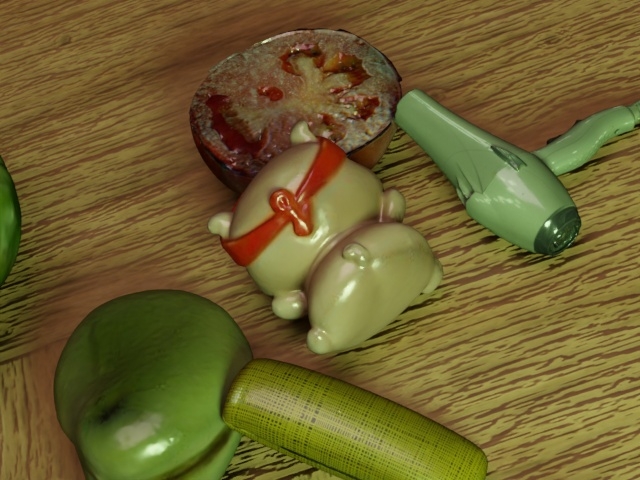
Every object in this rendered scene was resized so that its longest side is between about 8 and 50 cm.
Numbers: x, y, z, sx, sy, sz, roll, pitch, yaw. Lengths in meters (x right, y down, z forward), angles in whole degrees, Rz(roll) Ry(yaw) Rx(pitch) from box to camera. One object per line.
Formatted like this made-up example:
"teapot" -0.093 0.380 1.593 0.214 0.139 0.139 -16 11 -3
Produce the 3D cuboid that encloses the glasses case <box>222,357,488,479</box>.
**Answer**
"glasses case" 0.031 0.167 1.630 0.234 0.064 0.079 22 56 11

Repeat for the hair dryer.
"hair dryer" 0.182 -0.102 1.834 0.219 0.088 0.225 25 54 17

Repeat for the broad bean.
"broad bean" -0.152 0.131 1.726 0.189 0.121 0.263 -16 43 3

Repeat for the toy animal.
"toy animal" 0.000 0.000 1.767 0.171 0.171 0.198 -36 65 -14

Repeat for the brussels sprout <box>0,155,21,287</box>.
"brussels sprout" -0.488 -0.021 1.842 0.361 0.425 0.342 48 119 21

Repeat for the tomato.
"tomato" -0.018 -0.118 1.932 0.225 0.085 0.225 -9 44 8
